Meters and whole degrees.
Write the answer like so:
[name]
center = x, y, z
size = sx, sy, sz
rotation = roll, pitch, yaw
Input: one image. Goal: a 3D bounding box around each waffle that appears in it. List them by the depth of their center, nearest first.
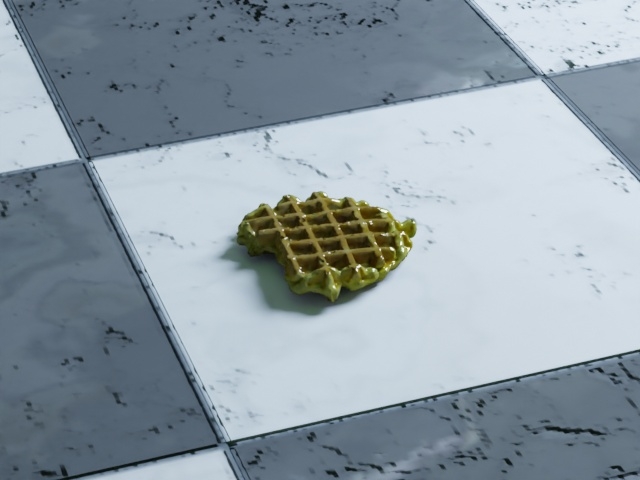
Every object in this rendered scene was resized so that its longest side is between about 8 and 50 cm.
[waffle]
center = 0.001, -0.001, 0.913
size = 0.078, 0.016, 0.085
rotation = -24, 39, -39
